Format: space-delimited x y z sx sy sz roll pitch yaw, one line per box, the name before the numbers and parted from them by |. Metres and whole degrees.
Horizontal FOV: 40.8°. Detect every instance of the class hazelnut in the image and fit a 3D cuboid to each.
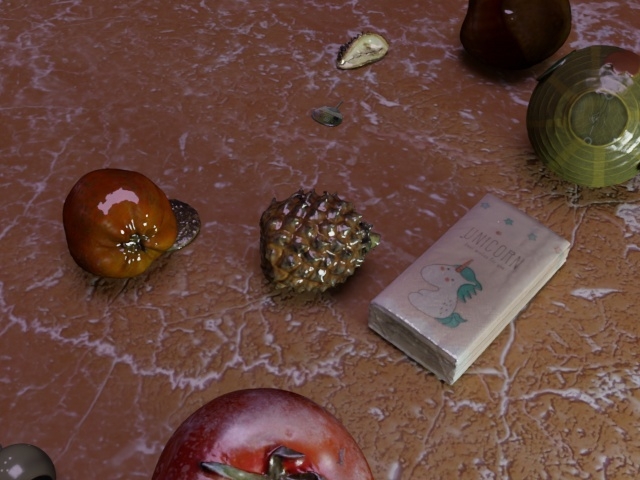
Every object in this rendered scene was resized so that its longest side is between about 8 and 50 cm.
hazelnut | 0.395 -0.454 1.757 0.229 0.229 0.229 2 48 -2

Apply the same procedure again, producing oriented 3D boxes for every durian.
durian | 0.081 -0.393 1.786 0.130 0.052 0.066 -25 93 -20

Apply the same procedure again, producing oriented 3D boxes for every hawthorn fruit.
hawthorn fruit | -0.316 -0.030 1.346 0.189 0.189 0.189 2 48 -2

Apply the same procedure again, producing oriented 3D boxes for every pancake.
pancake | -0.257 -0.026 1.446 0.114 0.011 0.115 1 49 -1

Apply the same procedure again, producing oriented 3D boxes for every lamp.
lamp | -0.416 0.293 1.115 0.163 0.091 0.091 18 48 34
lamp | 0.494 -0.217 1.531 0.250 0.250 0.284 19 11 13

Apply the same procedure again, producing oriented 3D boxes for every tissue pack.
tissue pack | 0.237 0.066 1.356 0.170 0.071 0.325 33 53 25

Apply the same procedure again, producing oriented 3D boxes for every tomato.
tomato | -0.072 0.311 1.015 0.270 0.227 0.270 7 63 -14

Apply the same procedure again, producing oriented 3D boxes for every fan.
fan | 0.024 -0.243 1.662 0.080 0.003 0.060 -22 54 -21

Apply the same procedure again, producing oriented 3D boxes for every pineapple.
pineapple | 0.000 0.000 1.345 0.193 0.166 0.166 -2 48 -9
